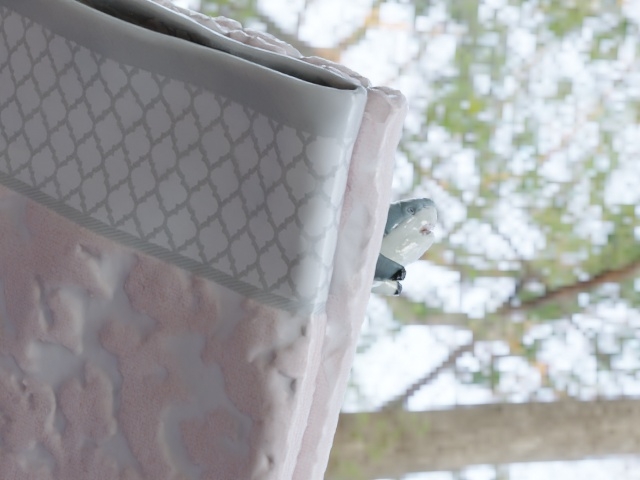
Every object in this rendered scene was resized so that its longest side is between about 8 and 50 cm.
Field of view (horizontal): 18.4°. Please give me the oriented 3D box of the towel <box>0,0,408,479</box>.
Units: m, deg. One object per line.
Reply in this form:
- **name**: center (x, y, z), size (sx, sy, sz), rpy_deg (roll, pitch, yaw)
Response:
- **towel**: center (-0.132, 0.030, 0.893), size (0.332, 0.053, 0.317), rpy_deg (25, -71, 32)

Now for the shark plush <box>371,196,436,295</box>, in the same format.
- **shark plush**: center (0.000, 0.000, 1.396), size (0.073, 0.161, 0.067), rpy_deg (43, 49, -74)
